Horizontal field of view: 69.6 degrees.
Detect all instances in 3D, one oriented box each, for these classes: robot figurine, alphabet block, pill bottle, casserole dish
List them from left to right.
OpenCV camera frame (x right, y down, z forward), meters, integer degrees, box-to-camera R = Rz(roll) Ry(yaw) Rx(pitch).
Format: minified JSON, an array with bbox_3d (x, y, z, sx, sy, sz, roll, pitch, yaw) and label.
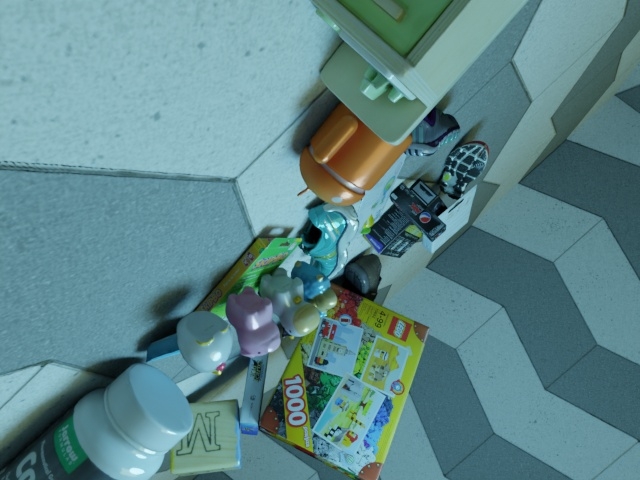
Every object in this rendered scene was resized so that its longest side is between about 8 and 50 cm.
[{"bbox_3d":[-0.437,0.418,0.883,0.361,0.204,0.204,-42,162,0],"label":"pill bottle"},{"bbox_3d":[-0.277,0.209,0.954,0.114,0.036,0.188,-23,170,20],"label":"casserole dish"},{"bbox_3d":[-0.349,0.613,1.430,0.197,0.193,0.192,-2,150,-10],"label":"alphabet block"},{"bbox_3d":[0.055,-0.144,0.718,0.219,0.128,0.158,-48,-161,20],"label":"robot figurine"}]

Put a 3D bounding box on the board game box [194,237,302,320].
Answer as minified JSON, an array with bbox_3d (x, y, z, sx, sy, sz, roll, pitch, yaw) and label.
[{"bbox_3d":[-0.152,0.078,0.960,0.259,0.039,0.124,-45,163,18],"label":"board game box"}]

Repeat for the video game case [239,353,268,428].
[{"bbox_3d":[-0.218,0.497,1.523,0.061,0.244,0.269,7,150,-4],"label":"video game case"}]

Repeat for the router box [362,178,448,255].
[{"bbox_3d":[0.284,-0.058,1.480,0.243,0.081,0.309,-46,162,11],"label":"router box"}]

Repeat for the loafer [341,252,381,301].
[{"bbox_3d":[0.167,0.157,1.653,0.130,0.133,0.366,-37,162,-15],"label":"loafer"}]

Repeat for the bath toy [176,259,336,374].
[{"bbox_3d":[-0.122,0.167,0.925,0.348,0.151,0.128,-23,139,-42],"label":"bath toy"}]

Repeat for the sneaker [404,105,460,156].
[{"bbox_3d":[0.235,-0.249,0.945,0.224,0.083,0.098,-44,135,-50],"label":"sneaker"}]

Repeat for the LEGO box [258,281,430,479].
[{"bbox_3d":[0.080,0.445,1.474,0.193,0.373,0.499,103,13,-61],"label":"LEGO box"}]

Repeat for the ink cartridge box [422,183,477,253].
[{"bbox_3d":[0.425,-0.080,1.534,0.189,0.066,0.232,-39,148,-13],"label":"ink cartridge box"}]

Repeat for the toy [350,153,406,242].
[{"bbox_3d":[0.111,-0.113,1.011,0.137,0.056,0.237,-37,151,-39],"label":"toy"}]

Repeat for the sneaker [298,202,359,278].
[{"bbox_3d":[0.000,0.000,1.040,0.110,0.107,0.275,-14,148,-18],"label":"sneaker"}]

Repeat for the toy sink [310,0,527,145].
[{"bbox_3d":[0.092,-0.248,0.514,0.234,0.152,0.131,-47,162,20],"label":"toy sink"}]

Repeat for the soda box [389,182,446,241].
[{"bbox_3d":[0.263,-0.076,1.248,0.053,0.169,0.060,-42,163,3],"label":"soda box"}]

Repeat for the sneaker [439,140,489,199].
[{"bbox_3d":[0.444,-0.236,1.416,0.118,0.107,0.279,-52,172,-18],"label":"sneaker"}]
